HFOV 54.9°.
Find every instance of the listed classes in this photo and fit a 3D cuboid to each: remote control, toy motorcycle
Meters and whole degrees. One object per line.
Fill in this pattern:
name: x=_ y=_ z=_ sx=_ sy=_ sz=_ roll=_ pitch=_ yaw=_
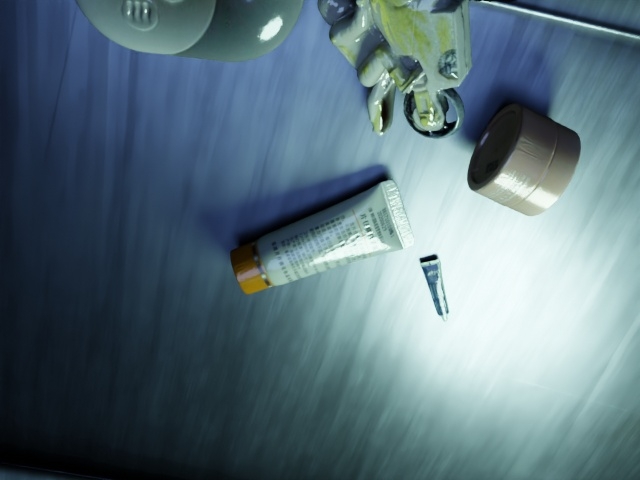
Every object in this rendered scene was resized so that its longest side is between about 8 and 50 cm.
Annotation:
remote control: x=-0.187 y=-0.365 z=0.853 sx=0.332 sy=0.103 sz=0.221 roll=5 pitch=123 yaw=-3
toy motorcycle: x=0.102 y=-0.292 z=0.864 sx=0.223 sy=0.107 sz=0.340 roll=12 pitch=137 yaw=27

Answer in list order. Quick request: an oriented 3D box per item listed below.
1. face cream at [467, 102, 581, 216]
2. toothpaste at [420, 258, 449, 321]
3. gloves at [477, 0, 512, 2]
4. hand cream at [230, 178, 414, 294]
face cream: x=0.310 y=-0.124 z=0.951 sx=0.104 sy=0.149 sz=0.149 roll=23 pitch=118 yaw=-10
toothpaste: x=0.219 y=0.095 z=1.152 sx=0.037 sy=0.021 sz=0.139 roll=-14 pitch=117 yaw=10
gloves: x=0.222 y=-0.398 z=0.818 sx=0.204 sy=0.124 sz=0.164 roll=17 pitch=110 yaw=12
hand cream: x=0.000 y=0.000 z=1.067 sx=0.314 sy=0.089 sz=0.139 roll=-17 pitch=119 yaw=6
